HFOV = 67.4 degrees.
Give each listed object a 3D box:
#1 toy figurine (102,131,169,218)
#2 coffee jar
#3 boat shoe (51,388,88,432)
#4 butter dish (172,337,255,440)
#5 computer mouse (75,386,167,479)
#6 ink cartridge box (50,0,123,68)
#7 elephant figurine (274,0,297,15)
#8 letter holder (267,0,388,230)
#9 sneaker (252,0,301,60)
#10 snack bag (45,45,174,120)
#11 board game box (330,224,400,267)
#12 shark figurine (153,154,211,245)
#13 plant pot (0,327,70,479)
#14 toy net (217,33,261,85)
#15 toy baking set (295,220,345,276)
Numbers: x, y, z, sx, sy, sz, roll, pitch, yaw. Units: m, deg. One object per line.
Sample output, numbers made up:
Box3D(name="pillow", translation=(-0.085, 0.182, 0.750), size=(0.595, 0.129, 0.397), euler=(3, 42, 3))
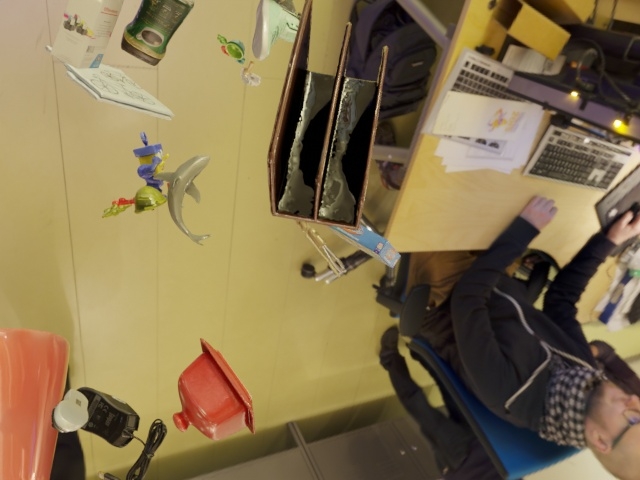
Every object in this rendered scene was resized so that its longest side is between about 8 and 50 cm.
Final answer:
Box3D(name="toy figurine", translation=(-0.538, -0.212, 1.433), size=(0.191, 0.362, 0.217), euler=(-6, 104, -3))
Box3D(name="coffee jar", translation=(-0.360, -0.476, 1.048), size=(0.096, 0.079, 0.184), euler=(21, 131, -37))
Box3D(name="boat shoe", translation=(-0.382, 0.265, 0.724), size=(0.049, 0.142, 0.040), euler=(43, 74, -13))
Box3D(name="butter dish", translation=(-0.191, 0.273, 0.805), size=(0.118, 0.160, 0.160), euler=(-32, 155, -24))
Box3D(name="computer mouse", translation=(-0.506, 0.476, 1.164), size=(0.060, 0.261, 0.184), euler=(53, 57, -79))
Box3D(name="ink cartridge box", translation=(-0.475, -0.453, 0.990), size=(0.061, 0.104, 0.181), euler=(28, 108, -11))
Box3D(name="elephant figurine", translation=(-0.163, -0.839, 1.577), size=(0.169, 0.239, 0.186), euler=(-5, 87, -2))
Box3D(name="letter holder", translation=(0.019, -0.203, 0.764), size=(0.151, 0.302, 0.214), euler=(10, 159, 1))
Box3D(name="sneaker", translation=(-0.126, -0.644, 1.496), size=(0.151, 0.256, 0.094), euler=(17, 148, -25))
Box3D(name="snack bag", translation=(-0.715, -0.531, 1.626), size=(0.037, 0.342, 0.323), euler=(-57, 160, 18))
Box3D(name="board game box", translation=(0.107, -0.009, 1.322), size=(0.047, 0.210, 0.160), euler=(-58, 154, -3))
Box3D(name="shark figurine", translation=(-0.401, -0.120, 1.378), size=(0.166, 0.116, 0.279), euler=(0, 83, -11))
Box3D(name="plant pot", translation=(-0.558, 0.301, 0.789), size=(0.274, 0.243, 0.275), euler=(-13, 157, -5))
Box3D(name="toy net", translation=(-0.291, -0.627, 1.714), size=(0.045, 0.122, 0.232), euler=(-66, 157, -20))
Box3D(name="toy baking set", translation=(-0.005, -0.005, 1.313), size=(0.030, 0.256, 0.197), euler=(-40, 115, 7))
